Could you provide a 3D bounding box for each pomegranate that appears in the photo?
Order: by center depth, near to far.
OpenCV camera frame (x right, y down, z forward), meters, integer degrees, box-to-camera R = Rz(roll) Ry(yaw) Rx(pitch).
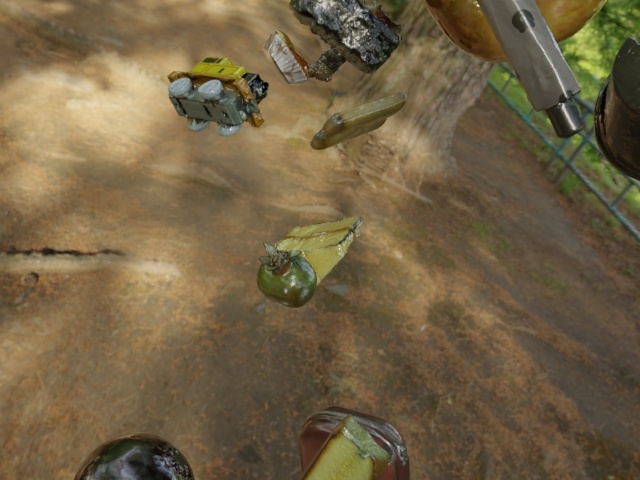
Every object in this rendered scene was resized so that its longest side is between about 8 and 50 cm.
[{"bbox_3d":[-0.088,0.075,1.448,0.152,0.191,0.131,19,62,29],"label":"pomegranate"}]

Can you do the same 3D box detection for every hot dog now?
[{"bbox_3d":[-0.058,-0.306,1.014,0.099,0.053,0.192,53,2,-18],"label":"hot dog"}]

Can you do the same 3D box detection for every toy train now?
[{"bbox_3d":[-0.167,-0.247,1.005,0.219,0.089,0.127,16,56,37],"label":"toy train"}]

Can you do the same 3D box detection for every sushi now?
[{"bbox_3d":[0.049,-0.418,1.147,0.213,0.115,0.147,34,5,-13],"label":"sushi"}]

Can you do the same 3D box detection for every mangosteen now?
[{"bbox_3d":[-0.348,0.469,1.059,0.228,0.265,0.228,50,0,0],"label":"mangosteen"}]

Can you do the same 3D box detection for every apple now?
[{"bbox_3d":[0.353,-0.526,1.088,0.392,0.391,0.346,27,50,-2],"label":"apple"}]

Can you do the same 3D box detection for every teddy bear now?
[{"bbox_3d":[0.013,-0.408,1.392,0.077,0.161,0.119,61,10,-6],"label":"teddy bear"}]

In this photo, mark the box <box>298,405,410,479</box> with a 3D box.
[{"bbox_3d":[0.079,0.560,1.366,0.263,0.403,0.108,9,25,28],"label":"box"}]

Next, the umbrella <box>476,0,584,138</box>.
[{"bbox_3d":[0.292,-0.303,0.876,0.067,0.073,0.337,-32,94,-29],"label":"umbrella"}]

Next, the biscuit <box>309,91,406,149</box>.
[{"bbox_3d":[0.120,-0.380,1.938,0.291,0.237,0.062,-25,88,-24],"label":"biscuit"}]

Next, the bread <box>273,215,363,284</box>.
[{"bbox_3d":[0.000,0.000,1.936,0.198,0.236,0.263,46,31,-4],"label":"bread"}]

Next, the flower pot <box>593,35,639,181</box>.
[{"bbox_3d":[0.761,-0.313,1.272,0.379,0.379,0.251,46,15,32],"label":"flower pot"}]

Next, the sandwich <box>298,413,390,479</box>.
[{"bbox_3d":[0.038,0.333,0.896,0.090,0.244,0.088,38,44,13],"label":"sandwich"}]
